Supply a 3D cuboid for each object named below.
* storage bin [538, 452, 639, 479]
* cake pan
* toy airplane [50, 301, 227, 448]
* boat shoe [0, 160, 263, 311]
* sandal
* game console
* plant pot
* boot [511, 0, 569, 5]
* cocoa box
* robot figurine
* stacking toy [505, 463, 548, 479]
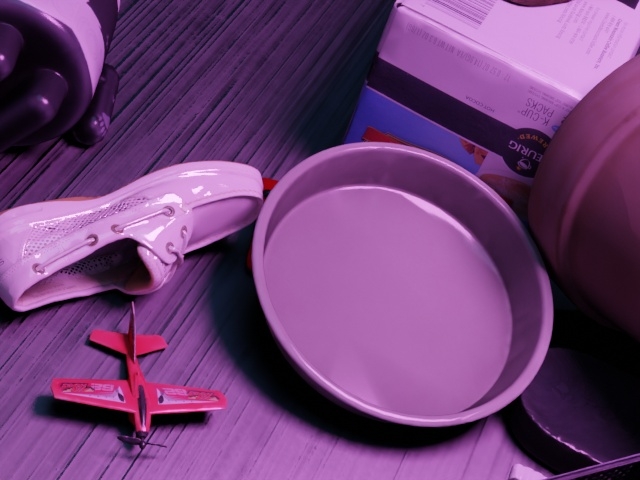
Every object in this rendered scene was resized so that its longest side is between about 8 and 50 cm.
[{"bbox_3d":[0.218,0.250,1.090,0.180,0.084,0.122,-8,53,-31],"label":"storage bin"},{"bbox_3d":[0.071,0.045,1.292,0.293,0.054,0.293,9,57,-15],"label":"cake pan"},{"bbox_3d":[-0.158,0.116,1.179,0.151,0.028,0.151,14,41,-12],"label":"toy airplane"},{"bbox_3d":[-0.163,0.006,1.248,0.277,0.098,0.096,-17,55,-25],"label":"boat shoe"},{"bbox_3d":[0.390,0.210,1.265,0.445,0.107,0.167,22,40,0],"label":"sandal"},{"bbox_3d":[0.000,0.000,1.385,0.144,0.085,0.124,15,73,-8],"label":"game console"},{"bbox_3d":[0.395,0.012,1.269,0.323,0.323,0.280,0,35,-24],"label":"plant pot"},{"bbox_3d":[0.298,-0.324,1.439,0.305,0.115,0.112,-20,54,-39],"label":"boot"},{"bbox_3d":[0.199,-0.185,1.507,0.231,0.228,0.347,28,41,6],"label":"cocoa box"},{"bbox_3d":[-0.290,-0.201,1.350,0.173,0.209,0.278,4,40,1],"label":"robot figurine"},{"bbox_3d":[0.220,0.298,1.144,0.221,0.052,0.167,27,43,2],"label":"stacking toy"}]
